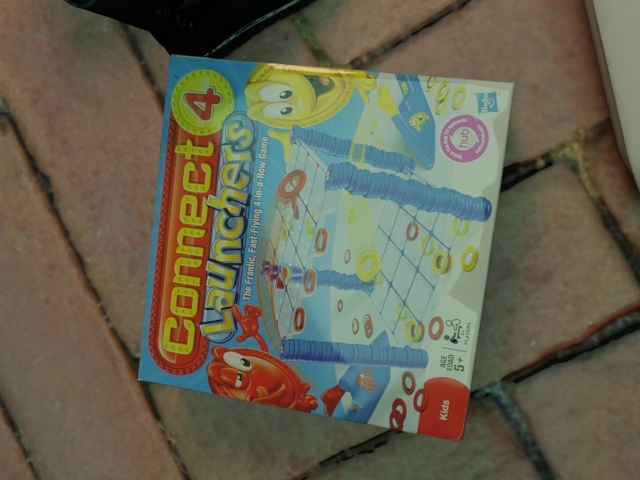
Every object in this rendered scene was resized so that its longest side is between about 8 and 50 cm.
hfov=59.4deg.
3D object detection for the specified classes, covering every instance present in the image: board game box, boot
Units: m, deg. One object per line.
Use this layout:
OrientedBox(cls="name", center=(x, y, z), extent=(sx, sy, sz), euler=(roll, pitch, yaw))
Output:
OrientedBox(cls="board game box", center=(0.000, 0.000, 0.526), extent=(0.301, 0.086, 0.309), euler=(7, 95, 10))
OrientedBox(cls="boot", center=(-0.076, -0.252, 0.465), extent=(0.246, 0.207, 0.094), euler=(-35, 86, 10))

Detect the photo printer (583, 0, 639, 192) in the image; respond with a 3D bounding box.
OrientedBox(cls="photo printer", center=(0.334, -0.180, 0.403), extent=(0.255, 0.107, 0.308), euler=(-14, 91, 38))
